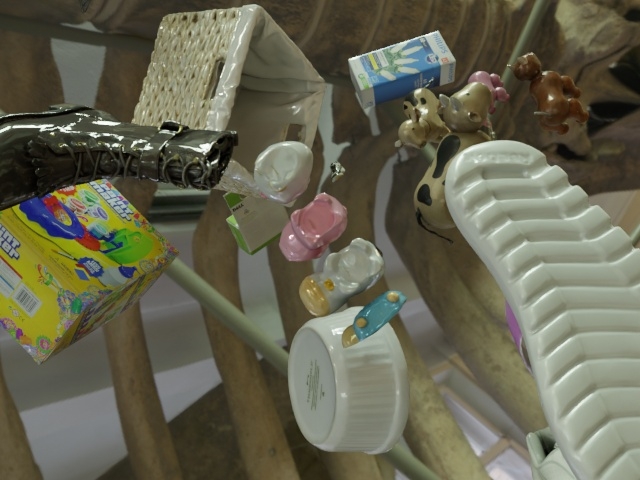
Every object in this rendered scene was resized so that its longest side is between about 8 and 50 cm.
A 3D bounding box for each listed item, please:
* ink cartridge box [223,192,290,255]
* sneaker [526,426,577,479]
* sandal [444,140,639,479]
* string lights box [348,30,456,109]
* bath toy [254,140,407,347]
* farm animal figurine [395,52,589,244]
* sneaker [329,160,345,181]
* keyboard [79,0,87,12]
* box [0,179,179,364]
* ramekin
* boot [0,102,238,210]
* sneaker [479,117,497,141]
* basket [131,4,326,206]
[{"bbox_3d":[-0.230,-0.108,1.770,0.189,0.097,0.255,-36,-53,-21],"label":"ink cartridge box"},{"bbox_3d":[0.322,0.297,0.594,0.110,0.118,0.292,-9,-8,-8],"label":"sneaker"},{"bbox_3d":[0.249,0.078,0.495,0.170,0.416,0.102,-13,-28,-6],"label":"sandal"},{"bbox_3d":[0.220,-0.464,1.401,0.260,0.133,0.076,-18,-31,1],"label":"string lights box"},{"bbox_3d":[0.000,0.000,0.848,0.151,0.348,0.129,-32,-12,6],"label":"bath toy"},{"bbox_3d":[0.227,-0.161,0.836,0.172,0.330,0.326,18,-96,-29],"label":"farm animal figurine"},{"bbox_3d":[0.033,-0.161,1.192,0.032,0.037,0.083,-33,12,17],"label":"sneaker"},{"bbox_3d":[-0.415,-0.475,0.930,0.023,0.180,0.108,28,-87,-28],"label":"keyboard"},{"bbox_3d":[-0.479,0.017,0.954,0.177,0.290,0.279,-45,1,22],"label":"box"},{"bbox_3d":[0.037,0.260,0.951,0.127,0.273,0.272,1,-59,-27],"label":"ramekin"},{"bbox_3d":[-0.227,-0.093,0.579,0.263,0.229,0.091,-69,-12,-56],"label":"boot"},{"bbox_3d":[0.299,-0.183,0.997,0.178,0.077,0.071,11,-108,-64],"label":"sneaker"},{"bbox_3d":[-0.197,-0.283,1.133,0.331,0.267,0.328,28,-106,-63],"label":"basket"}]
